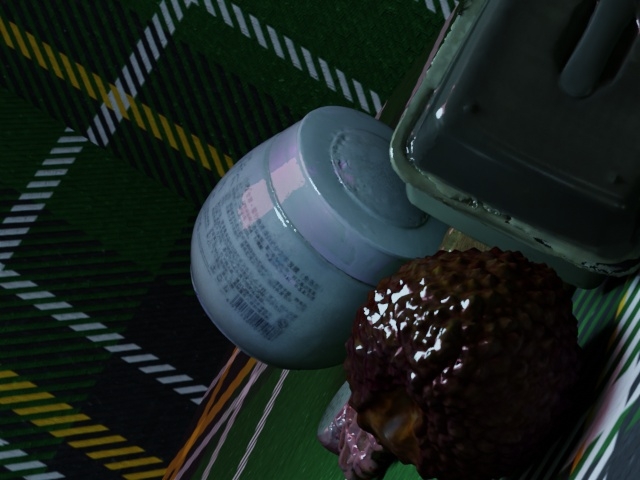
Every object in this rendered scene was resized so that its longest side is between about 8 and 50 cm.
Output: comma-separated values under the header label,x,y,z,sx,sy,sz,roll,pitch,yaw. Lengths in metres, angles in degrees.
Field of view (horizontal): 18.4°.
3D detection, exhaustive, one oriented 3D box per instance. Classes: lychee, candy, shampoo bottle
label,x,y,z,sx,sy,sz,roll,pitch,yaw
lychee,0.115,0.086,1.467,0.188,0.188,0.188,-57,6,9
candy,0.035,0.190,2.191,0.103,0.043,0.103,-57,5,9
shampoo bottle,0.000,0.000,2.354,0.266,0.273,0.273,-43,13,33

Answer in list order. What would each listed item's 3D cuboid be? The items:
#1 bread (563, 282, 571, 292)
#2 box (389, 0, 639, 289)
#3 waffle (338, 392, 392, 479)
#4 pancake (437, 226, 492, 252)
label,x,y,z,sx,sy,sz,roll,pitch,yaw
bread,0.149,0.072,1.699,0.189,0.077,0.114,-60,1,4
box,0.203,-0.122,1.554,0.290,0.220,0.166,-61,-6,-20
waffle,0.074,0.135,2.006,0.221,0.055,0.234,126,162,-62
pancake,0.151,0.025,2.057,0.199,0.021,0.199,-158,90,-78
